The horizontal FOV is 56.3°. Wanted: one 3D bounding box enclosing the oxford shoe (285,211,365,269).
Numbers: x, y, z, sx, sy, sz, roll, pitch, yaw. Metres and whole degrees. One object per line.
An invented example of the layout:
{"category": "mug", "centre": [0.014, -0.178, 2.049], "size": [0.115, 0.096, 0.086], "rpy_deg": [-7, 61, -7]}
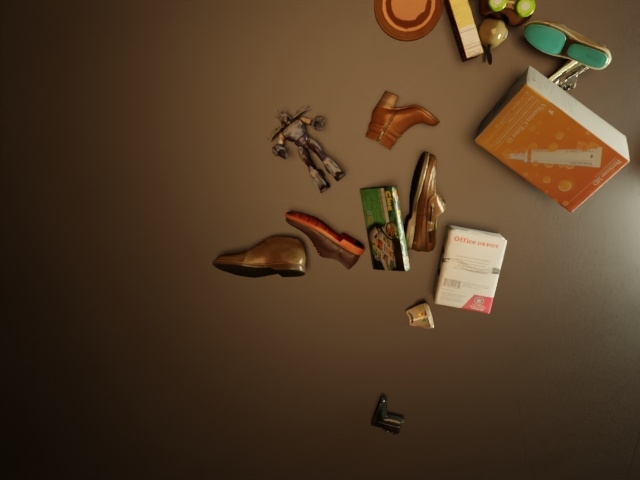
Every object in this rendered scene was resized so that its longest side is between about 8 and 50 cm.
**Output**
{"category": "oxford shoe", "centre": [0.000, 0.000, 1.870], "size": [0.271, 0.097, 0.098], "rpy_deg": [29, 108, 0]}

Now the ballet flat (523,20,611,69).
{"category": "ballet flat", "centre": [0.680, -0.547, 1.649], "size": [0.248, 0.086, 0.086], "rpy_deg": [29, 102, 7]}

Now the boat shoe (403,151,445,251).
{"category": "boat shoe", "centre": [0.324, -0.114, 1.814], "size": [0.104, 0.111, 0.308], "rpy_deg": [9, 111, 0]}

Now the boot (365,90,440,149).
{"category": "boot", "centre": [0.243, -0.340, 1.792], "size": [0.197, 0.073, 0.152], "rpy_deg": [27, 101, 13]}

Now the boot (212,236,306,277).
{"category": "boot", "centre": [-0.194, 0.052, 1.913], "size": [0.305, 0.112, 0.115], "rpy_deg": [0, 71, 10]}

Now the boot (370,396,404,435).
{"category": "boot", "centre": [0.228, 0.583, 1.982], "size": [0.099, 0.045, 0.121], "rpy_deg": [18, 109, 5]}

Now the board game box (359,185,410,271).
{"category": "board game box", "centre": [0.196, -0.035, 1.835], "size": [0.136, 0.030, 0.260], "rpy_deg": [3, 106, 50]}

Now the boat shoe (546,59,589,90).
{"category": "boat shoe", "centre": [0.705, -0.467, 1.714], "size": [0.223, 0.080, 0.073], "rpy_deg": [-42, 89, 7]}

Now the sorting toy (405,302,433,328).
{"category": "sorting toy", "centre": [0.314, 0.240, 1.911], "size": [0.075, 0.045, 0.083], "rpy_deg": [-16, 99, 16]}

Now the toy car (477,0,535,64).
{"category": "toy car", "centre": [0.503, -0.591, 1.681], "size": [0.148, 0.155, 0.189], "rpy_deg": [13, 111, 3]}

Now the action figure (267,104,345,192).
{"category": "action figure", "centre": [-0.042, -0.287, 1.818], "size": [0.185, 0.099, 0.285], "rpy_deg": [-37, 92, 16]}

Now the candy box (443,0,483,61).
{"category": "candy box", "centre": [0.405, -0.610, 1.702], "size": [0.053, 0.109, 0.187], "rpy_deg": [-17, 99, 9]}

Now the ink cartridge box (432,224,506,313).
{"category": "ink cartridge box", "centre": [0.452, 0.085, 1.834], "size": [0.171, 0.100, 0.237], "rpy_deg": [10, 103, 4]}

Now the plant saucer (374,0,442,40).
{"category": "plant saucer", "centre": [0.256, -0.686, 1.740], "size": [0.199, 0.037, 0.200], "rpy_deg": [1, 100, 5]}

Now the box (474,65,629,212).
{"category": "box", "centre": [0.644, -0.282, 1.675], "size": [0.345, 0.168, 0.215], "rpy_deg": [35, 128, -2]}
